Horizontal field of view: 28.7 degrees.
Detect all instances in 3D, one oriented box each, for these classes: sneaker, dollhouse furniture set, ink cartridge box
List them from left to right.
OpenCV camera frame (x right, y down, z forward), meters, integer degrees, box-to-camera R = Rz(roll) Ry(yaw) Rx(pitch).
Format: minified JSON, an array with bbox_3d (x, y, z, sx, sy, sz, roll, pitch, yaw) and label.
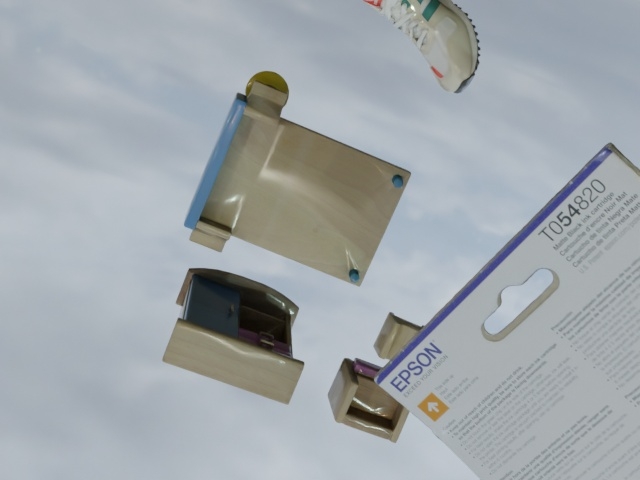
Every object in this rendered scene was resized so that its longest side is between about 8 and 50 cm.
[{"bbox_3d":[0.000,0.000,1.319,0.286,0.303,0.198,20,-166,-8],"label":"dollhouse furniture set"},{"bbox_3d":[0.068,-0.183,0.994,0.075,0.057,0.161,-6,-116,-25],"label":"sneaker"},{"bbox_3d":[0.181,0.086,0.734,0.224,0.223,0.045,44,-149,3],"label":"ink cartridge box"}]
